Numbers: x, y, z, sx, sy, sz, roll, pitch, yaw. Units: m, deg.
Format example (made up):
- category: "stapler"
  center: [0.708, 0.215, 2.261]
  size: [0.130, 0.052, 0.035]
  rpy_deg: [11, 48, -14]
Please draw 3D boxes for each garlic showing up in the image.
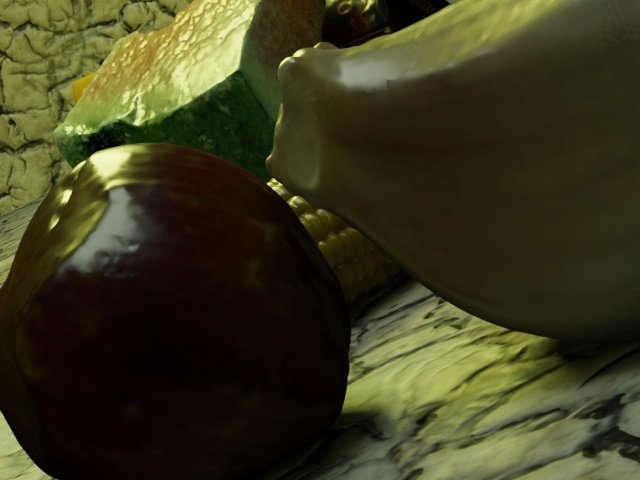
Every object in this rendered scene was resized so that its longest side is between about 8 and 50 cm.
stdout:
- category: "garlic"
  center: [0.171, -0.082, 0.930]
  size: [0.340, 0.246, 0.231]
  rpy_deg: [-37, -7, 24]

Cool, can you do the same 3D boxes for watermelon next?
- category: "watermelon"
  center: [-0.130, -0.143, 1.749]
  size: [0.264, 0.151, 0.302]
  rpy_deg: [-20, 55, 37]

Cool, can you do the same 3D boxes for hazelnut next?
- category: "hazelnut"
  center: [-0.088, 0.060, 0.998]
  size: [0.218, 0.218, 0.234]
  rpy_deg: [-24, 29, 8]

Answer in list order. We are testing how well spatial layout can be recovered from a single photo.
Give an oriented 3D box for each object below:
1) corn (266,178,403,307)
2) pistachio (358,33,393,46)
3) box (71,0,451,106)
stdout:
- category: "corn"
  center: [0.000, 0.000, 1.263]
  size: [0.363, 0.120, 0.120]
  rpy_deg: [-36, 14, -33]
- category: "pistachio"
  center: [0.060, -0.134, 1.788]
  size: [0.215, 0.144, 0.144]
  rpy_deg: [-26, 8, 31]
- category: "box"
  center: [-0.042, -0.177, 1.985]
  size: [0.415, 0.115, 0.264]
  rpy_deg: [-22, -22, 25]
